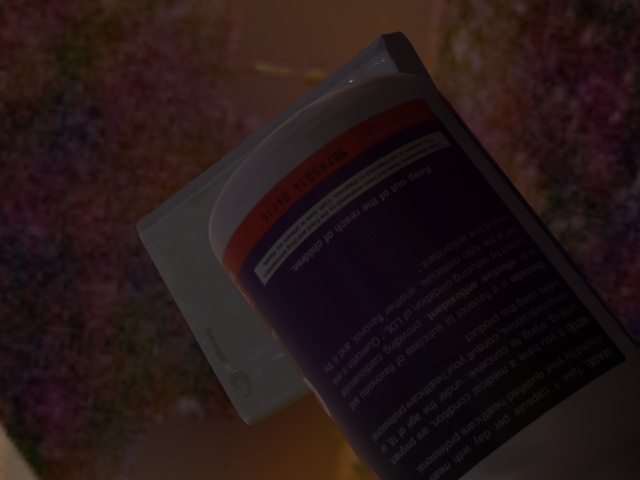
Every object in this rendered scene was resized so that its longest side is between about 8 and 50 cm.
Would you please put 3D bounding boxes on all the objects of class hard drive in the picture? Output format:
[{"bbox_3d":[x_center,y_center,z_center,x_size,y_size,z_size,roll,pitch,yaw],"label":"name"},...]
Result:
[{"bbox_3d":[0.000,0.000,1.140,0.307,0.203,0.040,-34,-7,36],"label":"hard drive"}]

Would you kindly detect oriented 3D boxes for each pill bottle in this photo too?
[{"bbox_3d":[0.084,0.065,0.878,0.323,0.181,0.181,54,162,16],"label":"pill bottle"}]
